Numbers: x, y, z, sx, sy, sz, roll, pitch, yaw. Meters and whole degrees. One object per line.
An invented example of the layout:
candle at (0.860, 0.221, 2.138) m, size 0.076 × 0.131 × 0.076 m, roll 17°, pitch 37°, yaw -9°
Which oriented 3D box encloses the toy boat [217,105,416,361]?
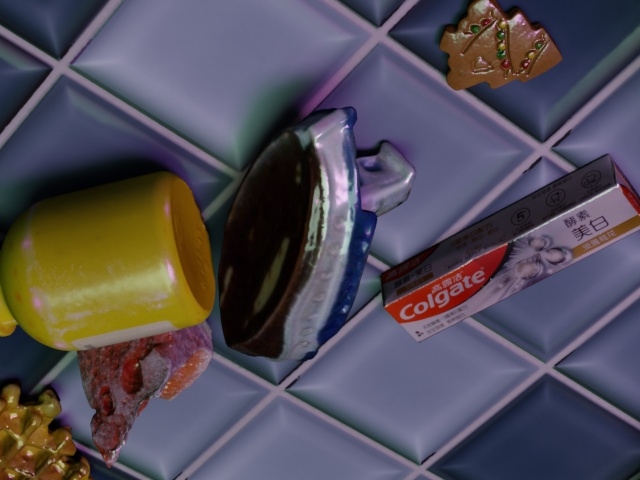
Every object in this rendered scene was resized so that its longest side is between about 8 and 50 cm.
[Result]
toy boat at (0.000, 0.000, 1.170) m, size 0.115 × 0.114 × 0.262 m, roll -9°, pitch 136°, yaw -37°

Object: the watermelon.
watermelon at (-0.151, 0.087, 1.223) m, size 0.098 × 0.158 × 0.121 m, roll -35°, pitch 95°, yaw 25°

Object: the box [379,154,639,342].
box at (0.151, 0.009, 1.215) m, size 0.218 × 0.039 × 0.055 m, roll -28°, pitch 126°, yaw 20°

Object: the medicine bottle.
medicine bottle at (-0.198, 0.026, 1.170) m, size 0.212 × 0.122 × 0.122 m, roll -13°, pitch 129°, yaw 10°

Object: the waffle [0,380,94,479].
waffle at (-0.319, 0.220, 1.372) m, size 0.231 × 0.051 × 0.229 m, roll -5°, pitch 130°, yaw 4°

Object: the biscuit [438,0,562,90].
biscuit at (0.132, -0.139, 1.110) m, size 0.092 × 0.016 × 0.082 m, roll 12°, pitch 128°, yaw -9°
